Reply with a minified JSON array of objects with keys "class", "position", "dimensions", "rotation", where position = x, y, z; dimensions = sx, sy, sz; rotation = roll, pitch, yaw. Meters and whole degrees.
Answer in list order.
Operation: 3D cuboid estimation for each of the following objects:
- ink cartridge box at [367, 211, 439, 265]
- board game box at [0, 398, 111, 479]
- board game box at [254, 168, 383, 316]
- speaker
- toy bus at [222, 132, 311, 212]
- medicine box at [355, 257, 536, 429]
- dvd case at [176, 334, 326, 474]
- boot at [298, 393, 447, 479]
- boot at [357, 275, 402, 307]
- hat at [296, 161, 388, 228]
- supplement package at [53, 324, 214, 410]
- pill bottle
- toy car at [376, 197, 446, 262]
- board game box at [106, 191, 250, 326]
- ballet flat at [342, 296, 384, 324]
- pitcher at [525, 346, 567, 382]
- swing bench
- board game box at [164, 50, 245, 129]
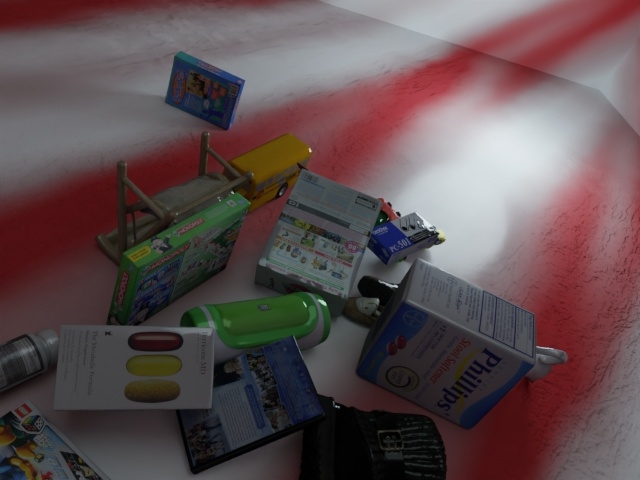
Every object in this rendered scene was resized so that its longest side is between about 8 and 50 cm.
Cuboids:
[{"class":"ink cartridge box","position":[0.218,-0.008,1.611],"dimensions":[0.207,0.046,0.097],"rotation":[-22,56,-40]},{"class":"board game box","position":[-0.419,0.401,0.890],"dimensions":[0.305,0.053,0.193],"rotation":[37,41,13]},{"class":"board game box","position":[0.000,0.000,1.451],"dimensions":[0.223,0.098,0.304],"rotation":[22,56,2]},{"class":"speaker","position":[-0.130,0.180,1.237],"dimensions":[0.296,0.131,0.131],"rotation":[-5,48,-32]},{"class":"toy bus","position":[-0.165,-0.170,1.602],"dimensions":[0.108,0.130,0.332],"rotation":[37,40,14]},{"class":"medicine box","position":[0.265,0.225,1.290],"dimensions":[0.289,0.264,0.149],"rotation":[26,39,1]},{"class":"dvd case","position":[-0.136,0.294,1.100],"dimensions":[0.252,0.022,0.180],"rotation":[-20,53,-9]},{"class":"boot","position":[0.099,0.436,1.070],"dimensions":[0.259,0.131,0.348],"rotation":[18,39,-10]},{"class":"boot","position":[0.187,0.123,1.524],"dimensions":[0.197,0.077,0.137],"rotation":[34,33,-11]},{"class":"hat","position":[0.078,-0.133,1.610],"dimensions":[0.208,0.184,0.173],"rotation":[-22,28,-32]},{"class":"supplement package","position":[-0.305,0.216,1.021],"dimensions":[0.243,0.134,0.139],"rotation":[2,77,-10]},{"class":"pill bottle","position":[-0.520,0.207,1.031],"dimensions":[0.078,0.078,0.137],"rotation":[44,42,21]},{"class":"toy car","position":[0.224,-0.004,1.691],"dimensions":[0.238,0.053,0.225],"rotation":[28,39,3]},{"class":"board game box","position":[-0.286,0.043,1.234],"dimensions":[0.046,0.214,0.317],"rotation":[38,40,14]},{"class":"ballet flat","position":[0.142,0.173,1.437],"dimensions":[0.206,0.067,0.073],"rotation":[23,36,-3]},{"class":"pitcher","position":[0.455,0.263,1.423],"dimensions":[0.207,0.178,0.126],"rotation":[19,62,-10]},{"class":"swing bench","position":[-0.320,-0.069,1.318],"dimensions":[0.165,0.255,0.253],"rotation":[43,42,10]},{"class":"board game box","position":[-0.345,-0.444,1.787],"dimensions":[0.210,0.160,0.047],"rotation":[24,38,-3]}]
